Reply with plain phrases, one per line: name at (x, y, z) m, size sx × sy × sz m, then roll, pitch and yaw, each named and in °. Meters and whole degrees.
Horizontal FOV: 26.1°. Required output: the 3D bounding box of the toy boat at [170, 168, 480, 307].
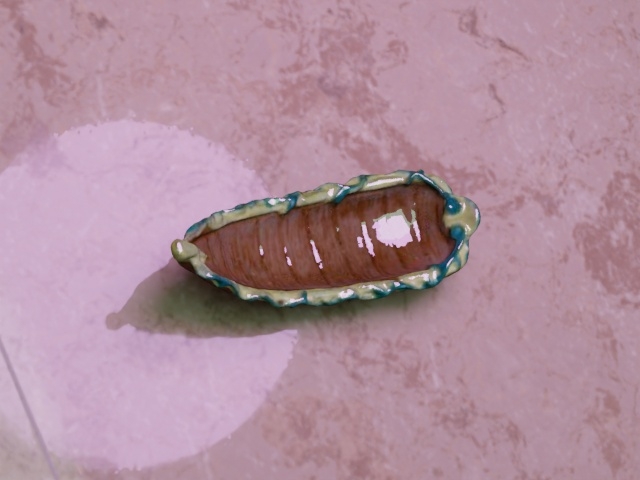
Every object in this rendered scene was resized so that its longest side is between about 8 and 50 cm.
toy boat at (-0.008, 0.004, 1.127) m, size 0.293 × 0.099 × 0.108 m, roll -8°, pitch 74°, yaw -32°
